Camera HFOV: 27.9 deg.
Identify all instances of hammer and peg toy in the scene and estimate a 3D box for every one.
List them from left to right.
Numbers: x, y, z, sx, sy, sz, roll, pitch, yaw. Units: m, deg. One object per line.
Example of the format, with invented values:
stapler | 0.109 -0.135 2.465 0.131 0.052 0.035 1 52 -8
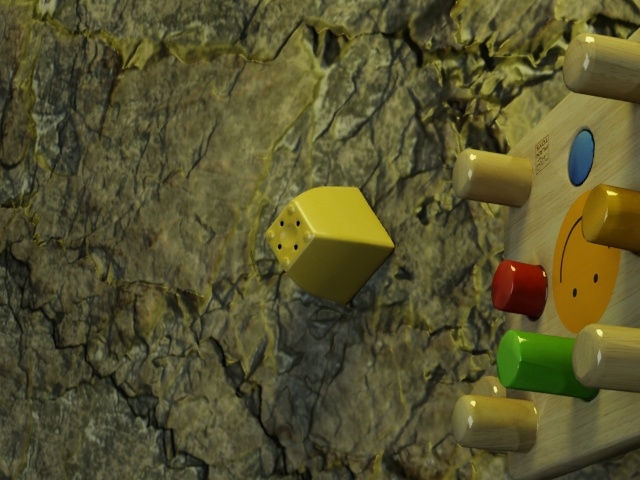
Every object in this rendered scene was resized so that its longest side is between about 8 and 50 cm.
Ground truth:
hammer and peg toy | 0.163 0.025 0.884 0.361 0.127 0.266 132 143 -65

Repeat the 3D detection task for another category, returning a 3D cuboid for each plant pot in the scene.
plant pot | 0.000 0.000 1.174 0.081 0.083 0.081 -50 52 26
